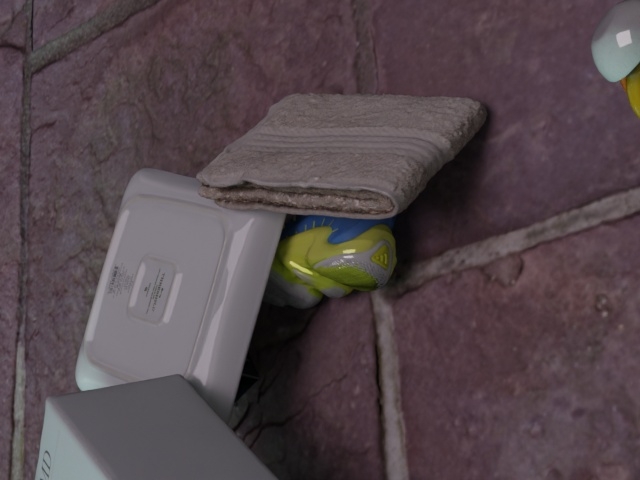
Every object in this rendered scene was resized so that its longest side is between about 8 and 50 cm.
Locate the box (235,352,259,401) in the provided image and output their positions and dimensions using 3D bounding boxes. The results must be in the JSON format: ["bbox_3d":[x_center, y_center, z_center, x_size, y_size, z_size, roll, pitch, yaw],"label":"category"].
[{"bbox_3d":[-0.173,0.140,1.579,0.156,0.093,0.158,-46,50,24],"label":"box"}]

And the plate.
[{"bbox_3d":[-0.171,0.060,1.506,0.278,0.045,0.277,12,86,47],"label":"plate"}]

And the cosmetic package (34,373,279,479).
[{"bbox_3d":[-0.104,0.340,1.250,0.453,0.162,0.230,38,125,46],"label":"cosmetic package"}]

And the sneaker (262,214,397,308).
[{"bbox_3d":[0.000,0.000,1.471,0.240,0.091,0.126,-6,55,45],"label":"sneaker"}]

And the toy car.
[{"bbox_3d":[0.325,-0.182,1.158,0.182,0.159,0.136,-56,9,18],"label":"toy car"}]

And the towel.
[{"bbox_3d":[0.015,-0.095,1.408,0.282,0.049,0.187,5,39,40],"label":"towel"}]
